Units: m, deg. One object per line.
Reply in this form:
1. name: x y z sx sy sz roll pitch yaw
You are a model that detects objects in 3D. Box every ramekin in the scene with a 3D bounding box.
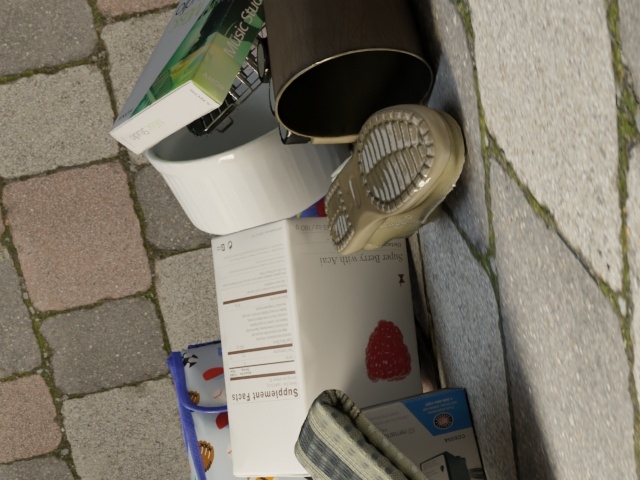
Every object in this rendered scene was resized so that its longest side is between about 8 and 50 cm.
1. ramekin: -0.092 -0.127 2.005 0.277 0.277 0.135 -115 0 -63

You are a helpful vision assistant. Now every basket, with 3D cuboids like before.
1. basket: 0.012 -0.242 1.402 0.204 0.154 0.227 101 160 -72

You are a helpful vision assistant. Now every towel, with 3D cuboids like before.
1. towel: 0.109 0.274 1.370 0.324 0.056 0.312 43 164 8

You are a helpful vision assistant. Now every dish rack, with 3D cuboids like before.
1. dish rack: -0.099 -0.265 1.955 0.074 0.271 0.208 42 -171 -22

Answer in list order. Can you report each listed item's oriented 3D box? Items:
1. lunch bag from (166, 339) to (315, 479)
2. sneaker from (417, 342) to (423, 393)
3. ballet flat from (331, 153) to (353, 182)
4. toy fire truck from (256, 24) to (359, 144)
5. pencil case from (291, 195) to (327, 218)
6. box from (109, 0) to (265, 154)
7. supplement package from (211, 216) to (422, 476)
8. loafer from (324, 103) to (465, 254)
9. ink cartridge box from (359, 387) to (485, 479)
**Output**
1. lunch bag: -0.052 0.319 2.256 0.239 0.327 0.385 100 159 -62
2. sneaker: 0.087 0.122 1.825 0.093 0.088 0.225 130 130 -56
3. ballet flat: 0.051 -0.066 1.701 0.221 0.079 0.077 102 155 -75
4. toy fire truck: -0.014 -0.259 1.683 0.217 0.158 0.246 -109 21 -50
5. pencil case: 0.000 0.000 2.094 0.133 0.119 0.306 114 150 -41
6. box: -0.144 -0.280 1.889 0.232 0.058 0.322 -22 39 53
7. supplement package: -0.002 0.126 1.716 0.175 0.177 0.293 -13 81 54
8. loafer: 0.082 -0.063 1.403 0.268 0.092 0.102 139 118 -65
9. ink cartridge box: 0.107 0.268 1.579 0.082 0.139 0.191 141 116 -80
